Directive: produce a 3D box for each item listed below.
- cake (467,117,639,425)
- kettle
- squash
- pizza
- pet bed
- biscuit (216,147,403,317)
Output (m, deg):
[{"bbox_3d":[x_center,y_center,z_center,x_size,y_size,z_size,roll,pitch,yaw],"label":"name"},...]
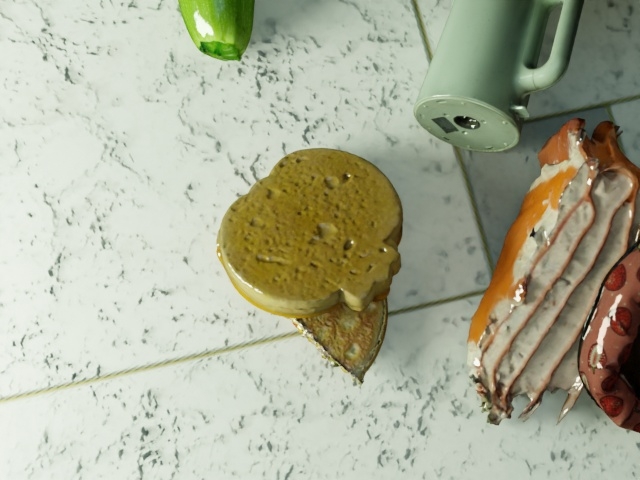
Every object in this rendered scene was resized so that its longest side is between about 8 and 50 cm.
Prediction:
[{"bbox_3d":[0.206,0.025,1.117,0.098,0.135,0.287,19,83,-12],"label":"cake"},{"bbox_3d":[0.156,-0.169,1.165,0.098,0.127,0.148,24,71,-13],"label":"kettle"},{"bbox_3d":[-0.099,-0.308,1.217,0.082,0.082,0.292,-1,73,-2],"label":"squash"},{"bbox_3d":[0.024,0.063,1.140,0.100,0.029,0.099,40,68,7],"label":"pizza"},{"bbox_3d":[0.311,0.075,1.088,0.201,0.053,0.201,-5,107,-17],"label":"pet bed"},{"bbox_3d":[0.000,0.002,1.134,0.170,0.050,0.170,-2,56,3],"label":"biscuit"}]
